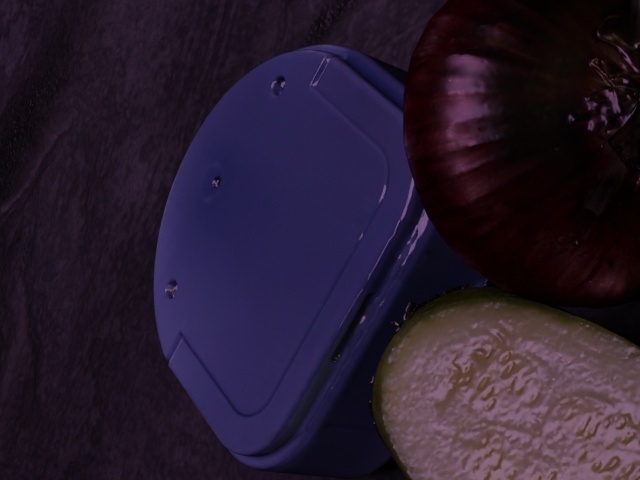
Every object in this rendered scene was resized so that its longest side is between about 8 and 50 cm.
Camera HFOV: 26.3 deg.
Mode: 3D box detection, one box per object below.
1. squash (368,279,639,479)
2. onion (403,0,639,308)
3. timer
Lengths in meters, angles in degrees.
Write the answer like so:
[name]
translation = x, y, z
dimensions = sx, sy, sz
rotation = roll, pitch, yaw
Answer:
[squash]
translation = 0.158, 0.140, 1.002
dimensions = 0.260, 0.189, 0.189
rotation = -145, 74, -73
[onion]
translation = 0.182, -0.085, 1.052
dimensions = 0.285, 0.273, 0.273
rotation = -177, 101, -76
[timer]
translation = 0.000, 0.000, 1.295
dimensions = 0.395, 0.173, 0.395
rotation = -19, 65, 47
